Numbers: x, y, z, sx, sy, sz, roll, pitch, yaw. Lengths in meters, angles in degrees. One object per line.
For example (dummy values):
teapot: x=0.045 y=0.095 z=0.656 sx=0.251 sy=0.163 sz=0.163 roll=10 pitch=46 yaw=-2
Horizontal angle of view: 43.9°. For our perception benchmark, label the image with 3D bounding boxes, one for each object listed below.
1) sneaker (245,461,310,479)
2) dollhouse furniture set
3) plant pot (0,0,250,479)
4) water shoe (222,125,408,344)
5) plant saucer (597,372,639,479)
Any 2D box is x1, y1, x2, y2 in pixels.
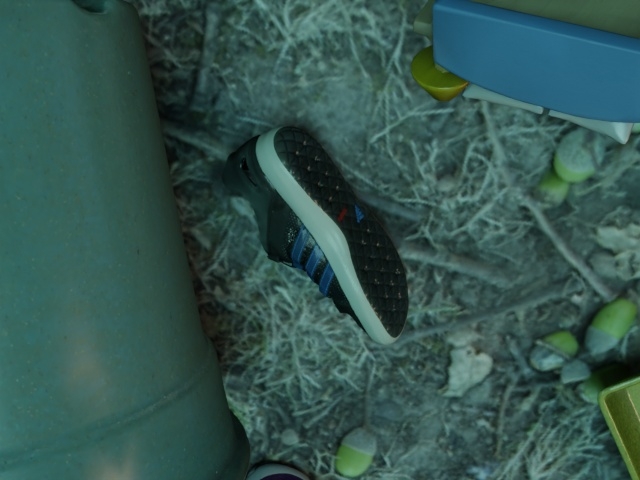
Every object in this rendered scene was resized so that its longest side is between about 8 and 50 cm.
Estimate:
sneaker: x=0.022 y=0.290 z=0.728 sx=0.223 sy=0.098 sz=0.083 roll=22 pitch=111 yaw=-3
dollhouse furniture set: x=0.250 y=-0.139 z=0.547 sx=0.303 sy=0.286 sz=0.198 roll=20 pitch=148 yaw=22
plant pot: x=-0.234 y=0.015 z=0.545 sx=0.341 sy=0.341 sz=0.334 roll=-4 pitch=102 yaw=6
water shoe: x=0.000 y=0.000 z=0.650 sx=0.080 sy=0.073 sz=0.203 roll=-18 pitch=110 yaw=39
plant saucer: x=0.353 y=0.161 z=0.681 sx=0.188 sy=0.045 sz=0.188 roll=-24 pitch=106 yaw=13
